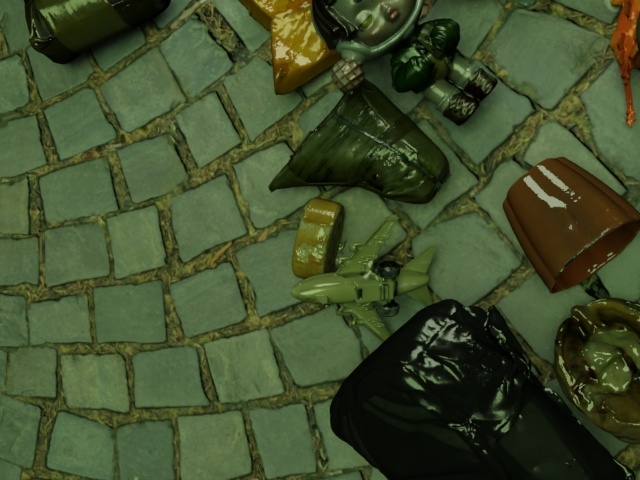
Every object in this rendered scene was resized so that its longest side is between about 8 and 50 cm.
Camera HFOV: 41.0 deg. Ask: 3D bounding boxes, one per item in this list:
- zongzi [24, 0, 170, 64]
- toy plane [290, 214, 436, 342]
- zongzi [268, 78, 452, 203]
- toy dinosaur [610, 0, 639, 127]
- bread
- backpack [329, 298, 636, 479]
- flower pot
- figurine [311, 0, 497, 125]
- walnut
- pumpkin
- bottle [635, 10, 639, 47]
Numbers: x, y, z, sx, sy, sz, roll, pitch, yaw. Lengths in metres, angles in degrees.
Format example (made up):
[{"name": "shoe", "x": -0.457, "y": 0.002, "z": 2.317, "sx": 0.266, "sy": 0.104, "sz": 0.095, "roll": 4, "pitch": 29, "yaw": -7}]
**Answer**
[{"name": "zongzi", "x": -0.464, "y": -0.537, "z": 1.687, "sx": 0.290, "sy": 0.154, "sz": 0.317, "roll": -23, "pitch": 75, "yaw": 6}, {"name": "toy plane", "x": 0.078, "y": 0.077, "z": 1.475, "sx": 0.256, "sy": 0.104, "sz": 0.241, "roll": -10, "pitch": 116, "yaw": -22}, {"name": "zongzi", "x": 0.068, "y": -0.112, "z": 1.518, "sx": 0.274, "sy": 0.125, "sz": 0.251, "roll": -46, "pitch": 70, "yaw": 10}, {"name": "toy dinosaur", "x": 0.511, "y": -0.337, "z": 1.407, "sx": 0.071, "sy": 0.117, "sz": 0.288, "roll": 4, "pitch": 85, "yaw": 16}, {"name": "bread", "x": 0.000, "y": 0.000, "z": 1.532, "sx": 0.073, "sy": 0.122, "sz": 0.149, "roll": 13, "pitch": 92, "yaw": 13}, {"name": "backpack", "x": 0.259, "y": 0.312, "z": 1.360, "sx": 0.446, "sy": 0.255, "sz": 0.363, "roll": 43, "pitch": 141, "yaw": 2}, {"name": "flower pot", "x": 0.399, "y": -0.034, "z": 1.402, "sx": 0.191, "sy": 0.191, "sz": 0.173, "roll": -41, "pitch": 64, "yaw": 10}, {"name": "figurine", "x": 0.132, "y": -0.352, "z": 1.454, "sx": 0.370, "sy": 0.167, "sz": 0.281, "roll": 39, "pitch": 88, "yaw": -7}, {"name": "walnut", "x": 0.467, "y": 0.214, "z": 1.371, "sx": 0.204, "sy": 0.141, "sz": 0.238, "roll": 13, "pitch": 50, "yaw": 10}, {"name": "pumpkin", "x": -0.002, "y": -0.437, "z": 1.570, "sx": 0.290, "sy": 0.095, "sz": 0.258, "roll": -27, "pitch": 82, "yaw": 7}, {"name": "bottle", "x": 0.646, "y": -0.278, "z": 1.292, "sx": 0.347, "sy": 0.168, "sz": 0.168, "roll": 27, "pitch": 95, "yaw": -4}]
